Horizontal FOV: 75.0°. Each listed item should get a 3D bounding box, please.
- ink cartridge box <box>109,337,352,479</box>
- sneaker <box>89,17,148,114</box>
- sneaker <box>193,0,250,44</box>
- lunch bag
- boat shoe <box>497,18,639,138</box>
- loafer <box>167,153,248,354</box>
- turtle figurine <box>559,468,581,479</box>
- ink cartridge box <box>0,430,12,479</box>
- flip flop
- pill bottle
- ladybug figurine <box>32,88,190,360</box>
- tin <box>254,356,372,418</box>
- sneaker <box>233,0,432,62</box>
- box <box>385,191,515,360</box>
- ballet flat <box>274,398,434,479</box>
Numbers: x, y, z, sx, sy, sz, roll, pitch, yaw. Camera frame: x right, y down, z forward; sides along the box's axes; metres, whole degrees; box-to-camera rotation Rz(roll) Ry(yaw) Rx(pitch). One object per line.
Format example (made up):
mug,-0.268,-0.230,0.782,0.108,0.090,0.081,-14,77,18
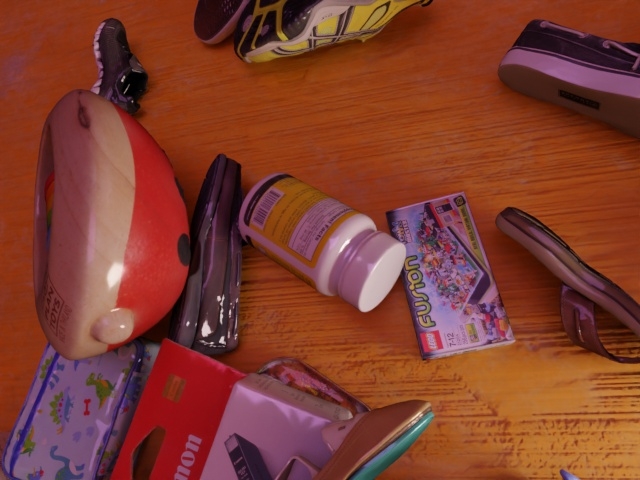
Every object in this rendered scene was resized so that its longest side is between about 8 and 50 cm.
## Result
ink cartridge box,-0.133,0.297,0.476,0.261,0.066,0.296,18,85,9
sneaker,-0.386,-0.337,0.822,0.106,0.078,0.234,-6,72,9
sneaker,-0.125,-0.493,0.810,0.290,0.123,0.106,-45,75,18
lunch bag,-0.329,0.233,0.587,0.176,0.090,0.219,8,71,20
boat shoe,0.403,-0.217,0.554,0.306,0.113,0.105,35,96,32
loafer,-0.151,0.019,0.630,0.095,0.109,0.302,17,69,-26
turtle figurine,0.137,0.313,0.359,0.266,0.198,0.274,-12,30,26
ink cartridge box,-0.487,0.333,0.442,0.119,0.353,0.207,-45,66,-5
flip flop,0.303,0.073,0.484,0.277,0.112,0.080,49,113,22
pill bottle,0.000,0.000,0.562,0.208,0.119,0.119,32,80,28
ladybug figurine,-0.300,-0.031,0.592,0.305,0.162,0.449,-59,45,28
tin,-0.010,0.228,0.535,0.190,0.040,0.106,29,76,21
sneaker,0.016,-0.381,0.708,0.385,0.147,0.145,-10,70,30
box,0.165,0.045,0.557,0.114,0.036,0.207,-15,67,9
ballet flat,0.008,0.223,0.401,0.232,0.080,0.073,-46,57,-3
